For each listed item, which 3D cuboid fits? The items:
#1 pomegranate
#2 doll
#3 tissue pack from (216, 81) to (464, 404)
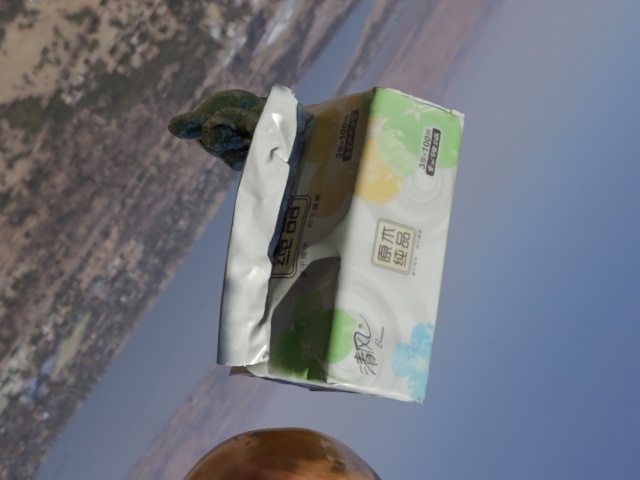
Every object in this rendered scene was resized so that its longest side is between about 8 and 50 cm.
[{"bbox_3d":[-0.027,0.232,0.744,0.191,0.191,0.191,-57,178,-3],"label":"pomegranate"},{"bbox_3d":[-0.081,-0.098,0.931,0.150,0.115,0.077,-127,-152,-76],"label":"doll"},{"bbox_3d":[0.000,0.000,0.790,0.159,0.145,0.229,-5,-108,56],"label":"tissue pack"}]
